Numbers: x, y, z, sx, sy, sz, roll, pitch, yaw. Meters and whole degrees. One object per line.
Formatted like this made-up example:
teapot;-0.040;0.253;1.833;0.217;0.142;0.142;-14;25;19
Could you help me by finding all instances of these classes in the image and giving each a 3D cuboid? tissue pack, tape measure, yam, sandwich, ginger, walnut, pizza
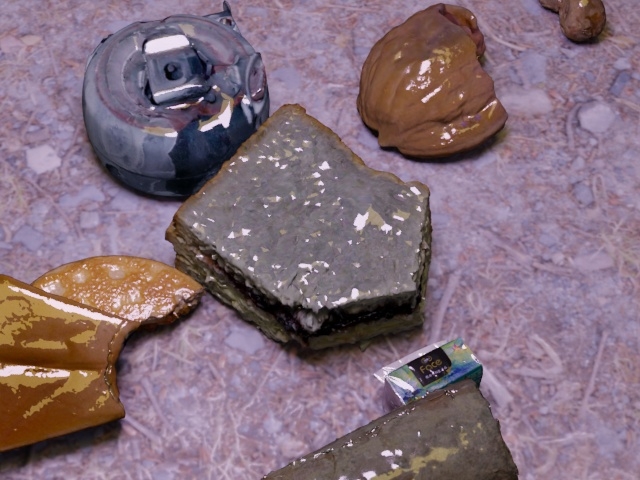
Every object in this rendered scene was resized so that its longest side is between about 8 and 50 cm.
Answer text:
tissue pack;0.128;0.169;1.518;0.111;0.085;0.079;-26;60;-16
tape measure;-0.201;-0.198;1.723;0.256;0.147;0.275;-15;57;-10
yam;0.073;0.282;1.395;0.304;0.168;0.168;-25;60;-17
sandwich;-0.335;0.184;1.486;0.212;0.063;0.245;19;82;-2
ginger;0.376;-0.388;1.900;0.104;0.080;0.204;-2;54;-9
walnut;0.149;-0.236;1.762;0.204;0.141;0.238;-9;54;-2
sandwich;0.000;0.000;1.603;0.325;0.131;0.262;34;60;18
pizza;-0.272;0.076;1.589;0.246;0.058;0.127;-16;58;-12
